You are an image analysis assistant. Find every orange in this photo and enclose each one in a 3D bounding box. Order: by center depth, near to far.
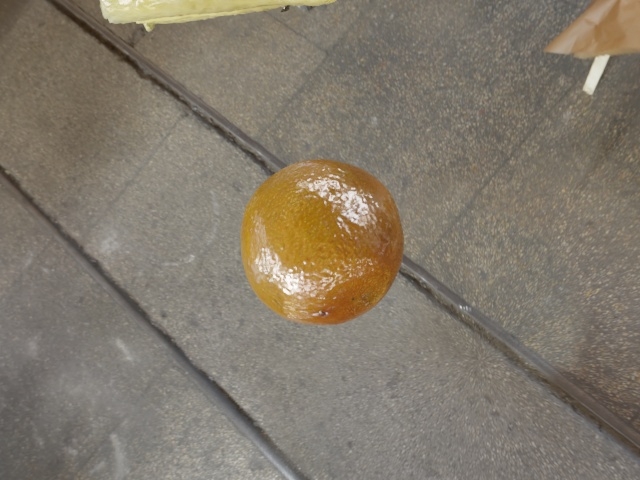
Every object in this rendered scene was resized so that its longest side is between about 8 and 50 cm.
[{"bbox_3d":[0.000,0.000,0.816,0.265,0.264,0.263,-4,77,16],"label":"orange"}]

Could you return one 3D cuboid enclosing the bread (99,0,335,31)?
[{"bbox_3d":[-0.051,-0.260,0.338,0.178,0.135,0.239,-1,112,1],"label":"bread"}]
